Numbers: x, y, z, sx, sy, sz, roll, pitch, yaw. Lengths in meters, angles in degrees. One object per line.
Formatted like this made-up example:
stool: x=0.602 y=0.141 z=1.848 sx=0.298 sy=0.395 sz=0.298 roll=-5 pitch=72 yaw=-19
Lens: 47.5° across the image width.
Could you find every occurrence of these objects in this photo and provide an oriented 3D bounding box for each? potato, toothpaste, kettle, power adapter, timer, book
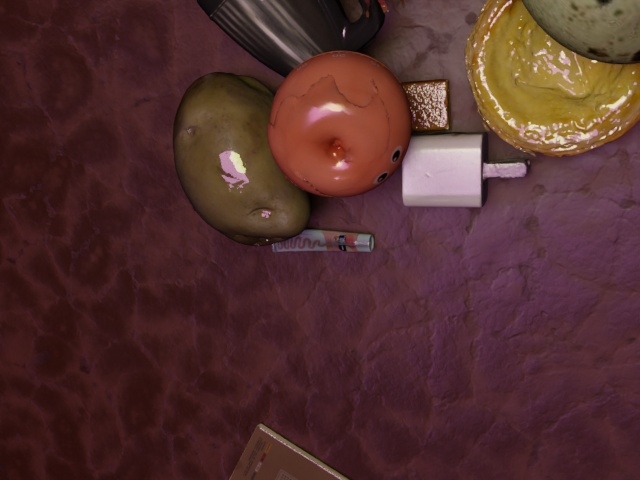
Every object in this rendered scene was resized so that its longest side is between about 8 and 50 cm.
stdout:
potato: x=-0.144 y=-0.143 z=1.298 sx=0.221 sy=0.243 sz=0.326 roll=-20 pitch=96 yaw=24
toothpaste: x=0.000 y=0.000 z=1.394 sx=0.205 sy=0.036 sz=0.056 roll=3 pitch=104 yaw=21
kettle: x=-0.033 y=-0.390 z=1.247 sx=0.251 sy=0.207 sz=0.271 roll=-37 pitch=104 yaw=18
power adapter: x=0.250 y=-0.122 z=1.237 sx=0.205 sy=0.130 sz=0.125 roll=1 pitch=101 yaw=17
timer: x=0.031 y=-0.182 z=1.154 sx=0.230 sy=0.215 sz=0.229 roll=4 pitch=117 yaw=7
book: x=-0.043 y=0.550 z=1.526 sx=0.310 sy=0.021 sz=0.216 roll=30 pitch=108 yaw=10

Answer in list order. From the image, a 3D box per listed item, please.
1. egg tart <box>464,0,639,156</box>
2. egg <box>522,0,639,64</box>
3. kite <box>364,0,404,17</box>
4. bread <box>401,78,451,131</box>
egg tart: x=0.388 y=-0.290 z=1.165 sx=0.315 sy=0.120 sz=0.314 roll=3 pitch=101 yaw=16
egg: x=0.384 y=-0.419 z=0.944 sx=0.288 sy=0.287 sz=0.379 roll=-11 pitch=90 yaw=20
kite: x=0.051 y=-0.448 z=1.062 sx=0.141 sy=0.015 sz=0.245 roll=2 pitch=126 yaw=47
bread: x=0.181 y=-0.237 z=1.285 sx=0.094 sy=0.035 sz=0.090 roll=-1 pitch=100 yaw=18
